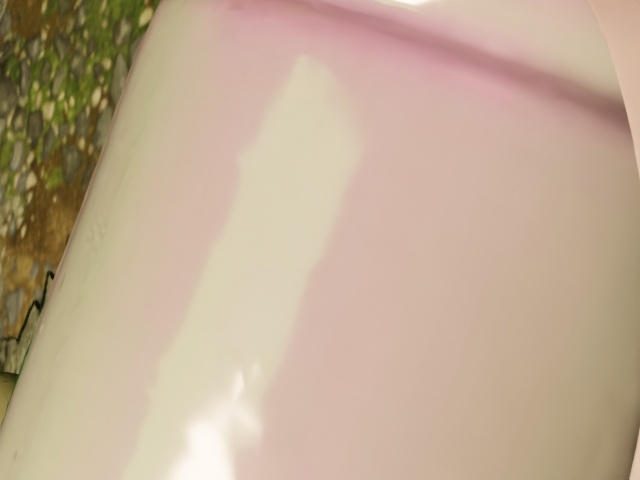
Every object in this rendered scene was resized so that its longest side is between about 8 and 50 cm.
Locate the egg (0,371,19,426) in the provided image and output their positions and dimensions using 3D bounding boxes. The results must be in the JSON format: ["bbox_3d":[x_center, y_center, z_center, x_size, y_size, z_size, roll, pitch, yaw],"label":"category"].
[{"bbox_3d":[-0.190,0.187,0.735,0.186,0.186,0.241,5,69,52],"label":"egg"}]

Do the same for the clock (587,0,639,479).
[{"bbox_3d":[0.124,-0.036,0.325,0.080,0.275,0.290,20,101,47],"label":"clock"}]

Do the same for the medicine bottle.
[{"bbox_3d":[0.031,0.001,0.453,0.212,0.212,0.325,20,91,51],"label":"medicine bottle"}]
